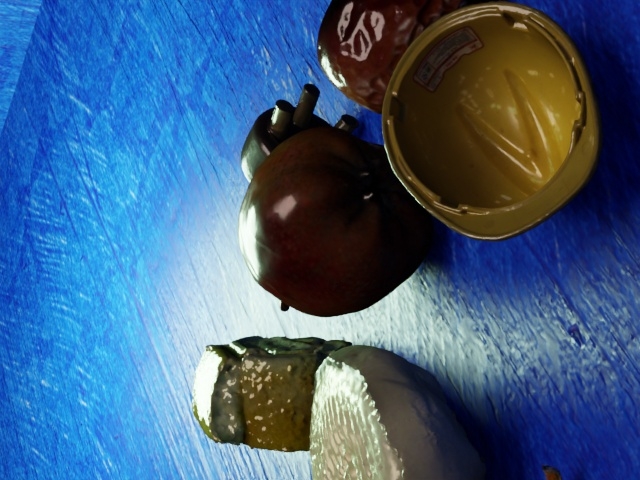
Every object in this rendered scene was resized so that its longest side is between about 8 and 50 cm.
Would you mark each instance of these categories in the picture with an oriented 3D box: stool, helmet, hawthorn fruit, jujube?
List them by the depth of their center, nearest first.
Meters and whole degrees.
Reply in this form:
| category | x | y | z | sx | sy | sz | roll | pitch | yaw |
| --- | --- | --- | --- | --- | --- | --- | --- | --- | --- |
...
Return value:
| category | x | y | z | sx | sy | sz | roll | pitch | yaw |
| --- | --- | --- | --- | --- | --- | --- | --- | --- | --- |
| helmet | 0.183 | -0.094 | 1.474 | 0.205 | 0.140 | 0.257 | -36 | 57 | 14 |
| jujube | 0.099 | -0.247 | 1.653 | 0.236 | 0.168 | 0.168 | -55 | 35 | 14 |
| hawthorn fruit | 0.000 | 0.000 | 1.727 | 0.248 | 0.208 | 0.208 | -49 | 43 | 40 |
| stool | -0.015 | -0.089 | 1.866 | 0.121 | 0.125 | 0.217 | -54 | 49 | 41 |

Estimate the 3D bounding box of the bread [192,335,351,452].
| category | x | y | z | sx | sy | sz | roll | pitch | yaw |
| --- | --- | --- | --- | --- | --- | --- | --- | --- | --- |
| bread | -0.061 | 0.173 | 1.829 | 0.257 | 0.186 | 0.124 | -176 | 88 | -70 |

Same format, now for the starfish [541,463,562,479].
| category | x | y | z | sx | sy | sz | roll | pitch | yaw |
| --- | --- | --- | --- | --- | --- | --- | --- | --- | --- |
| starfish | 0.221 | 0.344 | 1.412 | 0.138 | 0.050 | 0.247 | -52 | 49 | 44 |

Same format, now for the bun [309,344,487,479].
| category | x | y | z | sx | sy | sz | roll | pitch | yaw |
| --- | --- | --- | --- | --- | --- | --- | --- | --- | --- |
| bun | 0.085 | 0.241 | 1.582 | 0.287 | 0.146 | 0.287 | 176 | 90 | -73 |
